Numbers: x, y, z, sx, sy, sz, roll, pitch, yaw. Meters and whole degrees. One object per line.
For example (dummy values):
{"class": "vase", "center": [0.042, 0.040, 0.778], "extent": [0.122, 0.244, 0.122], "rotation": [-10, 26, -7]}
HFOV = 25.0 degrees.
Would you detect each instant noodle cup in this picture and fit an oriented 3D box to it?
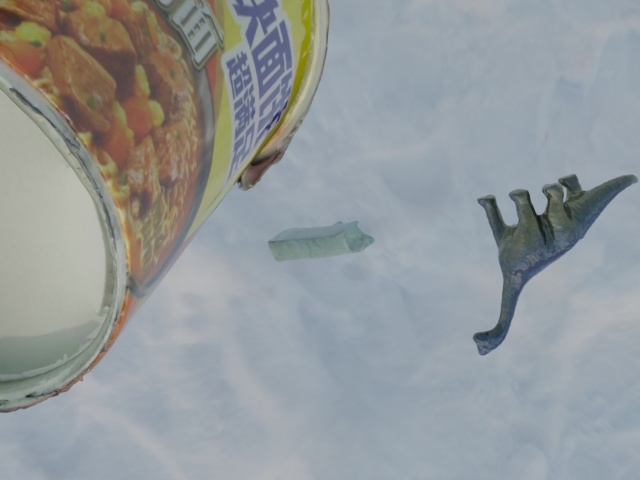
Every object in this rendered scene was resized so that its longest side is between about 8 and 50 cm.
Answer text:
{"class": "instant noodle cup", "center": [-0.116, -0.052, 0.520], "extent": [0.213, 0.174, 0.213], "rotation": [8, 128, 11]}

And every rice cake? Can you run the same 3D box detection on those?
{"class": "rice cake", "center": [0.000, 0.000, 1.463], "extent": [0.042, 0.180, 0.030], "rotation": [-33, 102, -24]}

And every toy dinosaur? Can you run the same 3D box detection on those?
{"class": "toy dinosaur", "center": [0.284, 0.019, 1.739], "extent": [0.248, 0.075, 0.188], "rotation": [-16, 99, -7]}
